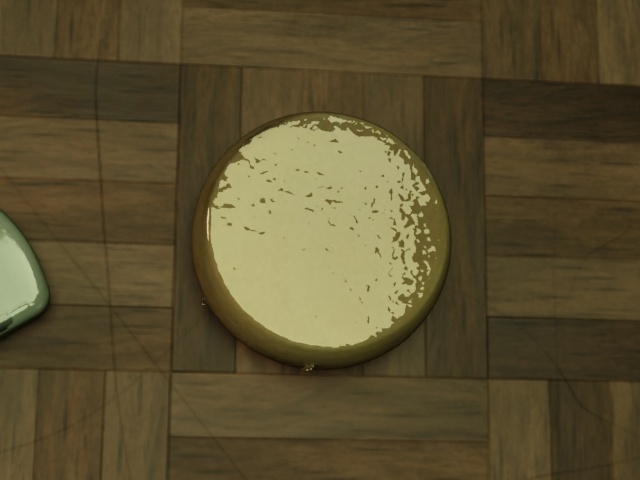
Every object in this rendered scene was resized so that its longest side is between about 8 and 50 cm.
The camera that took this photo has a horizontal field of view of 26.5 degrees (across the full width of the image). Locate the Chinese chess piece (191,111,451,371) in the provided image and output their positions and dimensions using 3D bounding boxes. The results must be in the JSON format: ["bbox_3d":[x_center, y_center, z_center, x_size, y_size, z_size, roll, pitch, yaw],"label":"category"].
[{"bbox_3d":[0.000,0.000,1.398,0.273,0.102,0.273,2,77,-8],"label":"Chinese chess piece"}]

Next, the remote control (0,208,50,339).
[{"bbox_3d":[-0.420,0.078,1.353,0.296,0.056,0.140,-31,85,-13],"label":"remote control"}]
